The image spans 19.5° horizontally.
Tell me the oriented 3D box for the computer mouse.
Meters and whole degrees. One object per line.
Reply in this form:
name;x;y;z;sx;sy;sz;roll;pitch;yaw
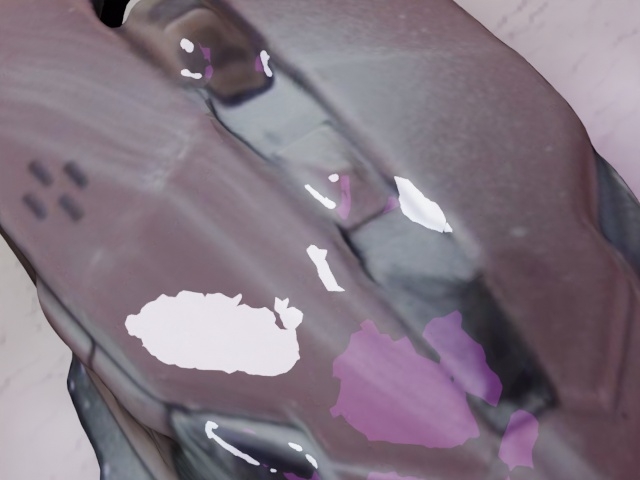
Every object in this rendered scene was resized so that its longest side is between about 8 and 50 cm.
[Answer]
computer mouse;0.001;-0.002;0.569;0.199;0.115;0.389;-31;68;-20
